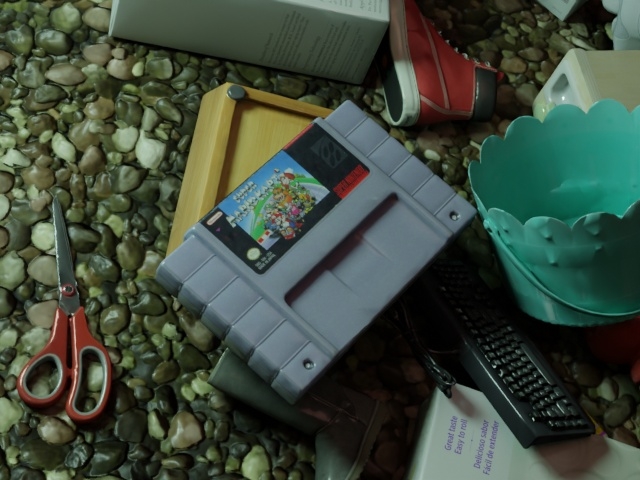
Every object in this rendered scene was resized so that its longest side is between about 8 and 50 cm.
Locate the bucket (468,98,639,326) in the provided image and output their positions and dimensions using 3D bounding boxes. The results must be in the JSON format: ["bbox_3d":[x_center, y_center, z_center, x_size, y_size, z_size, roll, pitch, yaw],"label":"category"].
[{"bbox_3d":[0.337,-0.033,1.727,0.281,0.183,0.281,-12,34,8],"label":"bucket"}]

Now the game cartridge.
[{"bbox_3d":[0.000,0.000,1.616,0.230,0.068,0.355,44,58,4],"label":"game cartridge"}]

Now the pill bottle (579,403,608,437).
[{"bbox_3d":[0.322,0.232,1.728,0.043,0.043,0.083,-33,74,-30],"label":"pill bottle"}]

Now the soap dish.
[{"bbox_3d":[-0.061,-0.057,1.734,0.228,0.118,0.291,15,58,-8],"label":"soap dish"}]

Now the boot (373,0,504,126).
[{"bbox_3d":[0.169,-0.278,1.956,0.176,0.088,0.244,-4,70,-20],"label":"boot"}]

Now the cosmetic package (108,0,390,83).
[{"bbox_3d":[-0.096,-0.364,1.880,0.365,0.155,0.197,10,58,-11],"label":"cosmetic package"}]

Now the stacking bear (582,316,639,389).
[{"bbox_3d":[0.468,0.159,1.757,0.289,0.164,0.175,35,57,10],"label":"stacking bear"}]

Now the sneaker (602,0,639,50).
[{"bbox_3d":[0.578,-0.309,2.074,0.366,0.210,0.137,43,50,-32],"label":"sneaker"}]

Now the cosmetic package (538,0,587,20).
[{"bbox_3d":[0.397,-0.471,2.097,0.151,0.151,0.183,43,57,10],"label":"cosmetic package"}]

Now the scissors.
[{"bbox_3d":[-0.294,0.080,1.644,0.109,0.021,0.297,9,58,-9],"label":"scissors"}]

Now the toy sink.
[{"bbox_3d":[0.389,-0.181,1.926,0.234,0.153,0.131,-5,62,-18],"label":"toy sink"}]

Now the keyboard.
[{"bbox_3d":[0.188,0.130,1.677,0.201,0.033,0.317,-3,41,-34],"label":"keyboard"}]

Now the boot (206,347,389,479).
[{"bbox_3d":[-0.038,0.208,1.613,0.208,0.076,0.190,32,42,-5],"label":"boot"}]

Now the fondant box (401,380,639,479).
[{"bbox_3d":[0.258,0.336,1.618,0.330,0.096,0.238,19,56,-4],"label":"fondant box"}]
